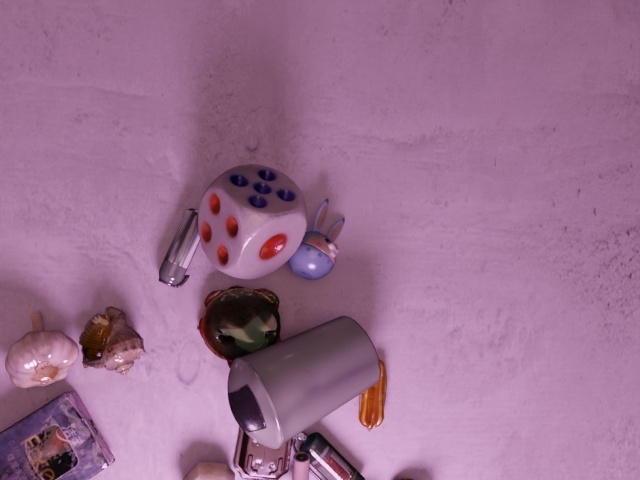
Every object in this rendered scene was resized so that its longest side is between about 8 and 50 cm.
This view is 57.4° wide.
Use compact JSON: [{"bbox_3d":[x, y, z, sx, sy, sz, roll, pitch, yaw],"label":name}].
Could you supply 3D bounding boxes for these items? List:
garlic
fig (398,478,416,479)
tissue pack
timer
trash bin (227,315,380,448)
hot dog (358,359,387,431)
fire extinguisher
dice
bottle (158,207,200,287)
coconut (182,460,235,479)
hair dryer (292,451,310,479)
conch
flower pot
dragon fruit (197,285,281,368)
[{"bbox_3d":[-0.835,0.305,1.719,0.199,0.199,0.226,-25,59,-12],"label":"garlic"},{"bbox_3d":[0.301,0.828,1.843,0.146,0.201,0.133,2,74,-17],"label":"fig"},{"bbox_3d":[-0.819,0.637,1.690,0.361,0.122,0.259,-31,87,-10],"label":"tissue pack"},{"bbox_3d":[0.006,0.013,1.887,0.175,0.175,0.255,44,83,-3],"label":"timer"},{"bbox_3d":[-0.063,0.417,1.740,0.432,0.280,0.280,-22,88,-27],"label":"trash bin"},{"bbox_3d":[0.169,0.507,1.919,0.092,0.062,0.235,9,80,-10],"label":"hot dog"},{"bbox_3d":[0.009,0.688,1.853,0.118,0.093,0.294,-45,93,-9],"label":"fire extinguisher"},{"bbox_3d":[-0.209,-0.060,1.768,0.243,0.259,0.251,-13,49,-38],"label":"dice"},{"bbox_3d":[-0.427,0.026,1.848,0.096,0.079,0.253,24,79,-4],"label":"bottle"},{"bbox_3d":[-0.341,0.748,1.752,0.162,0.161,0.160,5,83,-9],"label":"coconut"},{"bbox_3d":[-0.135,0.758,1.775,0.221,0.054,0.195,-5,109,-30],"label":"hair dryer"},{"bbox_3d":[-0.625,0.305,1.749,0.179,0.163,0.245,-8,55,-27],"label":"conch"},{"bbox_3d":[-0.169,0.633,1.831,0.179,0.084,0.250,10,83,-9],"label":"flower pot"},{"bbox_3d":[-0.240,0.271,1.839,0.295,0.130,0.268,30,75,-6],"label":"dragon fruit"}]
